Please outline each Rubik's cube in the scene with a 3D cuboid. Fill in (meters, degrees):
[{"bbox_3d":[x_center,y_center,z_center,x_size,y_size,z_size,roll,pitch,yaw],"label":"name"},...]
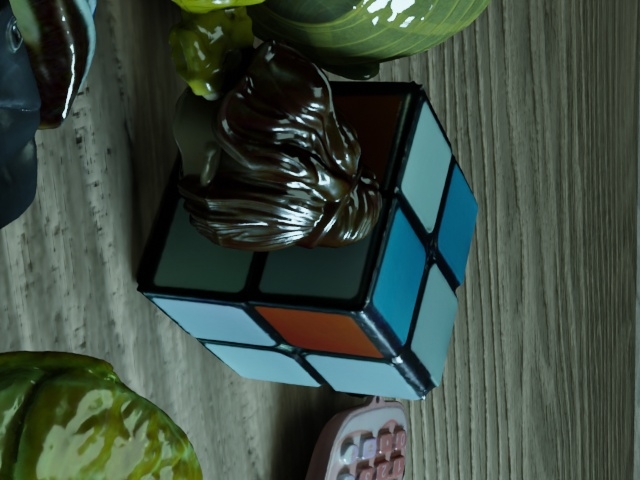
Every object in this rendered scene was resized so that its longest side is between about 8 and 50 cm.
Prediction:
[{"bbox_3d":[0.000,0.000,0.856,0.167,0.180,0.183,50,51,-55],"label":"Rubik's cube"}]

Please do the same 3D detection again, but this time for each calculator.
[{"bbox_3d":[0.021,0.297,1.081,0.220,0.048,0.329,9,91,-64],"label":"calculator"}]

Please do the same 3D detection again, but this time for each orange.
[{"bbox_3d":[-0.170,0.158,0.542,0.237,0.158,0.179,-60,141,-46],"label":"orange"}]

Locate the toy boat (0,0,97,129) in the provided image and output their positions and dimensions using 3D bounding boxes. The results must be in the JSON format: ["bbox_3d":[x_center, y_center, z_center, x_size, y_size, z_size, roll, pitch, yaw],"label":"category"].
[{"bbox_3d":[-0.180,-0.153,0.551,0.262,0.114,0.115,64,3,-49],"label":"toy boat"}]

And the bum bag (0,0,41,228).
[{"bbox_3d":[-0.214,-0.006,0.491,0.248,0.060,0.123,-36,135,-28],"label":"bum bag"}]

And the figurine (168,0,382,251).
[{"bbox_3d":[-0.051,-0.123,0.653,0.187,0.168,0.315,-102,-173,-47],"label":"figurine"}]

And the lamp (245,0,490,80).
[{"bbox_3d":[0.030,-0.258,0.803,0.284,0.250,0.250,-62,146,-45],"label":"lamp"}]

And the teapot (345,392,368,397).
[{"bbox_3d":[0.048,0.117,1.127,0.083,0.049,0.063,-59,144,-44],"label":"teapot"}]
